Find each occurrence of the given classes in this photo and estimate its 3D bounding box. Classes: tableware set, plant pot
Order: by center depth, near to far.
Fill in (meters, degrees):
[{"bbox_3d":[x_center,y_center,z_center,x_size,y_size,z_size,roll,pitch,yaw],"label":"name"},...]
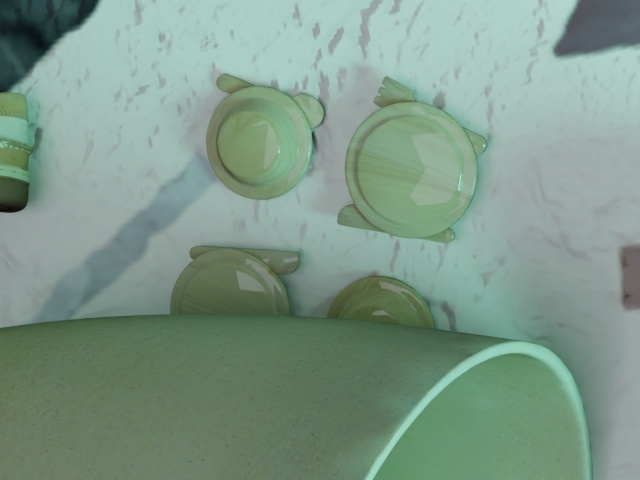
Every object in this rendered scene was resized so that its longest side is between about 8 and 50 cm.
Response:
[{"bbox_3d":[-0.058,0.133,0.836,0.274,0.256,0.256,16,102,31],"label":"plant pot"},{"bbox_3d":[0.000,0.000,0.899,0.141,0.020,0.168,15,103,17],"label":"tableware set"}]

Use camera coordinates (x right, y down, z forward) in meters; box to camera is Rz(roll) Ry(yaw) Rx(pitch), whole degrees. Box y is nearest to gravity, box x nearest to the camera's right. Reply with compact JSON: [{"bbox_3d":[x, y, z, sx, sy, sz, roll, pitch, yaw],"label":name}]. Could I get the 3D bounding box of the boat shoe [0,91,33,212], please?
[{"bbox_3d":[-0.235,-0.055,0.956,0.190,0.068,0.072,4,85,9],"label":"boat shoe"}]
